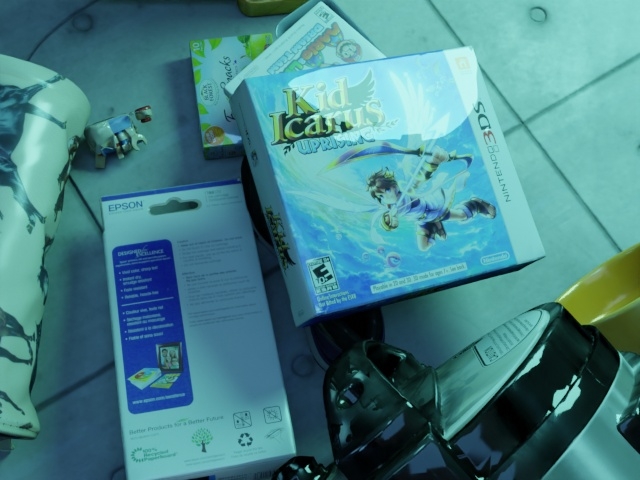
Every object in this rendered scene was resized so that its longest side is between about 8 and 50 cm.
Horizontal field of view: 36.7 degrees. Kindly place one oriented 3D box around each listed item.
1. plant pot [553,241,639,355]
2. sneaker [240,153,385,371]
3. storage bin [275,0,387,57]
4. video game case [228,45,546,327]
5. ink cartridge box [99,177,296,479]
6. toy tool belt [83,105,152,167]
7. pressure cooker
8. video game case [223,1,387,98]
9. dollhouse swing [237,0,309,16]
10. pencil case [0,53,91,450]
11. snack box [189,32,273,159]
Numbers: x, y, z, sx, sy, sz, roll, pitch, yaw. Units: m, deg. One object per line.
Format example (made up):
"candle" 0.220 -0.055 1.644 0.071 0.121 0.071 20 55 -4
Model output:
"plant pot" 0.365 0.115 1.005 0.205 0.205 0.188 -36 93 -15
"sneaker" 0.000 0.000 1.040 0.107 0.124 0.283 -23 74 -12
"storage bin" 0.008 -0.196 1.128 0.098 0.091 0.135 -38 77 -15
"video game case" 0.070 -0.063 0.982 0.269 0.061 0.244 -13 78 -24
"ink cartridge box" -0.133 0.093 1.008 0.165 0.065 0.333 -8 60 -7
"toy tool belt" -0.227 -0.118 1.110 0.083 0.052 0.051 -21 105 -8
"pressure cooker" 0.153 0.256 0.807 0.420 0.370 0.375 49 52 4
"video game case" -0.002 -0.169 1.060 0.143 0.019 0.157 42 73 10
"dollhouse swing" -0.104 -0.457 1.077 0.305 0.347 0.315 13 70 1
"pencil case" -0.339 0.004 0.986 0.160 0.183 0.410 6 68 -8
"snack box" -0.097 -0.171 1.139 0.100 0.037 0.141 -8 71 -6
